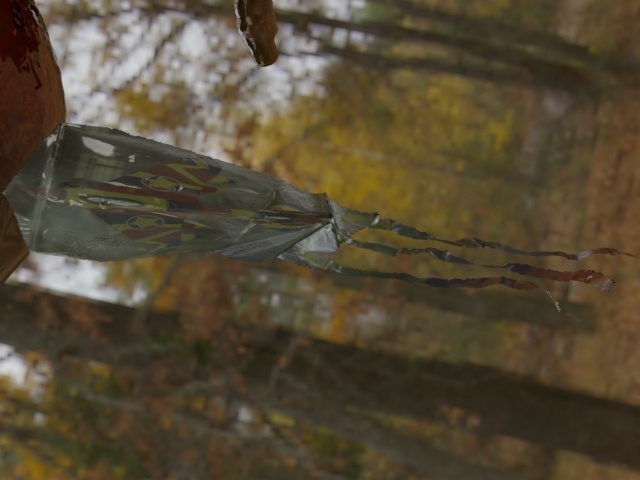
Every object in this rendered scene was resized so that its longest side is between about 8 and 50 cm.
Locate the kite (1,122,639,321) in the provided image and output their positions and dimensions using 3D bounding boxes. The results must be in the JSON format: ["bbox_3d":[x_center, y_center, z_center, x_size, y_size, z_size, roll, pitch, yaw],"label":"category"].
[{"bbox_3d":[0.000,-0.001,0.682,0.141,0.245,0.015,130,148,-69],"label":"kite"}]

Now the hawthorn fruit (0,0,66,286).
[{"bbox_3d":[-0.294,-0.071,1.085,0.316,0.316,0.316,12,-90,-81],"label":"hawthorn fruit"}]

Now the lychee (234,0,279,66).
[{"bbox_3d":[-0.080,-0.260,1.107,0.255,0.255,0.300,52,-156,-79],"label":"lychee"}]
